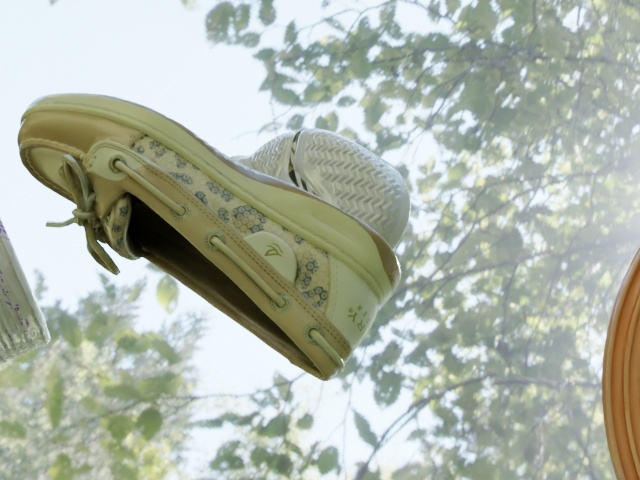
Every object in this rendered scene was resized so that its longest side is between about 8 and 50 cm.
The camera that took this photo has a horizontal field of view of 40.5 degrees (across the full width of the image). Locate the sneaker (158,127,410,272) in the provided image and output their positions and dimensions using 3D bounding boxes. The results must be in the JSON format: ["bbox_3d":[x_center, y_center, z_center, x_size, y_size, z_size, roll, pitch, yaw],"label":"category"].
[{"bbox_3d":[0.000,0.000,0.850,0.210,0.137,0.365,22,-16,-34],"label":"sneaker"}]

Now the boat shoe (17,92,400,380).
[{"bbox_3d":[-0.092,-0.010,0.559,0.285,0.089,0.105,23,-26,19],"label":"boat shoe"}]

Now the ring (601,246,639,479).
[{"bbox_3d":[0.313,0.080,0.421,0.336,0.337,0.032,2,-19,22],"label":"ring"}]

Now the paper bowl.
[{"bbox_3d":[-0.452,0.025,1.061,0.284,0.148,0.284,52,-22,32],"label":"paper bowl"}]
